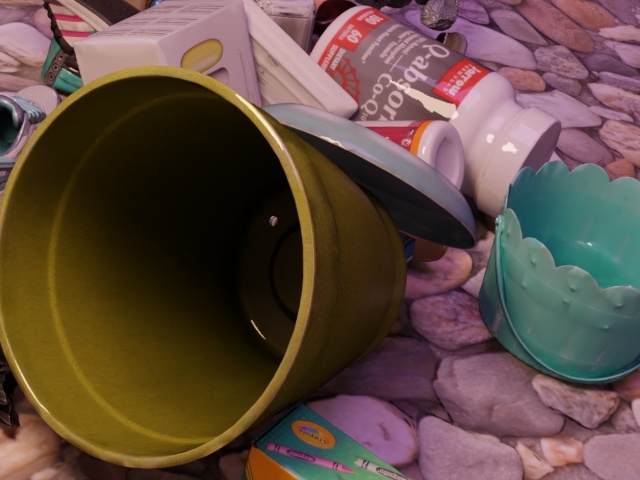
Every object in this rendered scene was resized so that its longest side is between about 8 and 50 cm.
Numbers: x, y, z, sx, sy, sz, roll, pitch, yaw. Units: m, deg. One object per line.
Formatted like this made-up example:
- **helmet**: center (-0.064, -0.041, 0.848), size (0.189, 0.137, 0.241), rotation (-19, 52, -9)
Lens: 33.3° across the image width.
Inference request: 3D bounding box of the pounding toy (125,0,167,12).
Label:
- **pounding toy**: center (-0.231, -0.411, 1.761), size (0.181, 0.206, 0.094), rotation (-12, 46, -33)

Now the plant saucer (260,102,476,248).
- **plant saucer**: center (0.052, -0.083, 1.285), size (0.318, 0.043, 0.317), rotation (27, -6, 3)

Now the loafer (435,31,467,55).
- **loafer**: center (0.198, -0.299, 1.871), size (0.087, 0.094, 0.251), rotation (20, 37, -2)

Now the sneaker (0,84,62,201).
- **sneaker**: center (-0.406, -0.146, 1.429), size (0.110, 0.122, 0.283), rotation (16, 37, -1)

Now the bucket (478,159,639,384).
- **bucket**: center (0.350, 0.045, 1.418), size (0.281, 0.183, 0.281), rotation (10, 37, -8)

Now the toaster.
- **toaster**: center (-0.083, -0.370, 1.814), size (0.129, 0.146, 0.227), rotation (1, 40, -18)

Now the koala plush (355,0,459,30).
- **koala plush**: center (0.118, -0.479, 1.881), size (0.221, 0.203, 0.196), rotation (-15, 36, -34)

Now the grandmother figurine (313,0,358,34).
- **grandmother figurine**: center (0.028, -0.417, 1.958), size (0.208, 0.104, 0.342), rotation (-12, 42, -20)

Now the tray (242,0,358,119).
- **tray**: center (-0.083, -0.246, 1.580), size (0.270, 0.145, 0.030), rotation (44, 41, -6)

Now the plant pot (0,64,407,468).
- **plant pot**: center (-0.083, 0.028, 1.127), size (0.366, 0.366, 0.353), rotation (37, 15, 25)

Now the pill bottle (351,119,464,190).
- **pill bottle**: center (0.080, -0.109, 1.505), size (0.221, 0.121, 0.121), rotation (4, 28, 33)

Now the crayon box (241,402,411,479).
- **crayon box**: center (0.049, 0.299, 0.996), size (0.278, 0.165, 0.081), rotation (32, 40, 21)

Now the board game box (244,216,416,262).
- **board game box**: center (0.000, 0.000, 1.358), size (0.201, 0.035, 0.136), rotation (29, 46, 26)

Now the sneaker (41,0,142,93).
- **sneaker**: center (-0.386, -0.326, 1.618), size (0.295, 0.178, 0.124), rotation (43, 35, -14)

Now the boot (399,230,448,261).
- **boot**: center (0.062, 0.020, 1.430), size (0.213, 0.077, 0.165), rotation (13, 36, 4)

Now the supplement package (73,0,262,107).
- **supplement package**: center (-0.204, -0.217, 1.503), size (0.149, 0.194, 0.203), rotation (6, 30, 31)

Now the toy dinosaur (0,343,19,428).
- **toy dinosaur**: center (-0.431, 0.110, 1.086), size (0.218, 0.164, 0.322), rotation (-6, 62, -2)

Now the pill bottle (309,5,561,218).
- **pill bottle**: center (0.165, -0.191, 1.625), size (0.363, 0.210, 0.210), rotation (31, 40, 19)
